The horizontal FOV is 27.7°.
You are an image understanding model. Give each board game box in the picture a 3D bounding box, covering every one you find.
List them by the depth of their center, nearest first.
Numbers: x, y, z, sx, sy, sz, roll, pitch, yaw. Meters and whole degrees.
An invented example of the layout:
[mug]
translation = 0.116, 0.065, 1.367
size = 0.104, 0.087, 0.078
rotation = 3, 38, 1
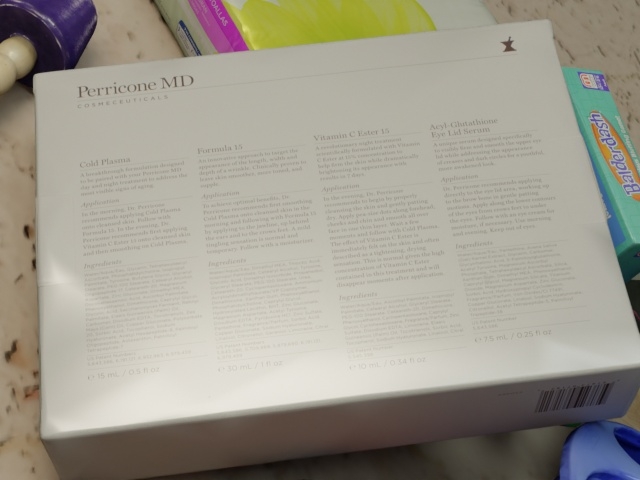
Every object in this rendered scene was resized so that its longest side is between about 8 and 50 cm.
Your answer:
[board game box]
translation = 0.173, -0.012, 1.037
size = 0.047, 0.210, 0.160
rotation = 2, 57, -32

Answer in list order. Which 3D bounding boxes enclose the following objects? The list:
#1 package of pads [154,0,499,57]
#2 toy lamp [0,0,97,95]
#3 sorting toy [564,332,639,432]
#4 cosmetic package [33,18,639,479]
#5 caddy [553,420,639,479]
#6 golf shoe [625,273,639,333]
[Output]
[package of pads]
translation = 0.018, -0.190, 1.140
size = 0.296, 0.101, 0.229
rotation = -16, 68, -39
[toy lamp]
translation = -0.252, -0.103, 0.922
size = 0.080, 0.080, 0.275
rotation = 39, 45, -3
[sorting toy]
translation = 0.274, 0.158, 1.060
size = 0.274, 0.046, 0.132
rotation = 44, 65, -24
[cosmetic package]
translation = 0.000, 0.000, 0.890
size = 0.377, 0.097, 0.284
rotation = -6, 60, -3
[caddy]
translation = 0.247, 0.280, 0.853
size = 0.341, 0.179, 0.241
rotation = 52, 27, 4
[golf shoe]
translation = 0.333, 0.097, 1.128
size = 0.272, 0.120, 0.105
rotation = 25, 47, -18
